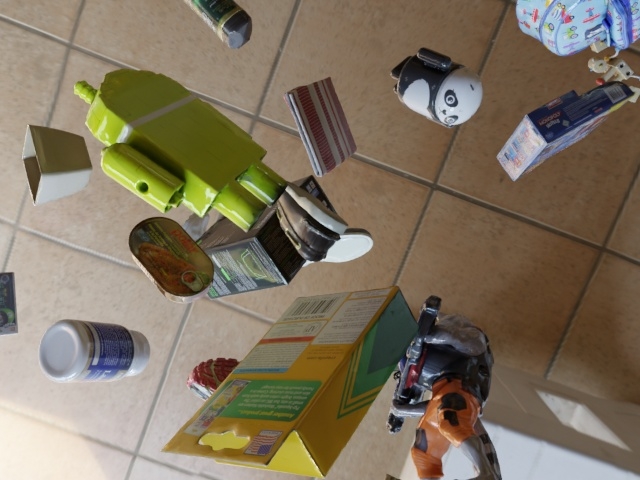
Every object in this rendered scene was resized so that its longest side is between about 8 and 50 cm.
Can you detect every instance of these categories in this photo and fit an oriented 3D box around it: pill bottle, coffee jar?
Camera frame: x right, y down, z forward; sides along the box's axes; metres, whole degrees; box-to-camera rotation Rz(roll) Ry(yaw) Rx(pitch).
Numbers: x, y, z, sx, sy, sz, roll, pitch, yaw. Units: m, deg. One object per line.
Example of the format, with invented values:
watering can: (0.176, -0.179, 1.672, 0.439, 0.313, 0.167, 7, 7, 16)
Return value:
pill bottle: (-0.571, 0.286, 1.636, 0.153, 0.264, 0.153, -5, 78, 24)
coffee jar: (-0.237, -0.532, 1.469, 0.079, 0.096, 0.184, -43, 83, -12)

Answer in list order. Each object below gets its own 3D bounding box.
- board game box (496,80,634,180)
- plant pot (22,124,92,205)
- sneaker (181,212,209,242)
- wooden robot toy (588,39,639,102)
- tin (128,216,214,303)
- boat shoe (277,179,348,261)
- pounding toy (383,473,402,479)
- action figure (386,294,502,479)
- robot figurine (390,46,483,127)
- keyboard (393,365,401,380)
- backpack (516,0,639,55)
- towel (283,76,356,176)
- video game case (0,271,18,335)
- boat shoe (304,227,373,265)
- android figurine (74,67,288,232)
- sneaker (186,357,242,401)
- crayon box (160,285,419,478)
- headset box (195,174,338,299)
board game box: (0.391, -0.182, 1.078, 0.194, 0.194, 0.060, -28, 79, -18)
plant pot: (-0.480, -0.139, 1.167, 0.096, 0.109, 0.109, -9, 67, -35)
sneaker: (-0.336, 0.030, 1.649, 0.094, 0.090, 0.235, 22, 74, 10)
wooden robot toy: (0.604, -0.362, 1.339, 0.173, 0.079, 0.076, 39, 109, -22)
tin: (-0.274, 0.035, 1.173, 0.106, 0.040, 0.190, -36, 68, -23)
boat shoe: (-0.029, -0.033, 0.920, 0.081, 0.228, 0.069, 29, 97, -20)
pounding toy: (0.218, 0.610, 1.385, 0.205, 0.181, 0.094, 23, 89, 11)
action figure: (0.197, 0.265, 0.993, 0.178, 0.330, 0.341, 10, 141, 4)
robot figurine: (0.333, -0.441, 1.844, 0.278, 0.209, 0.174, 34, 106, 36)
keyboard: (0.189, 0.238, 1.283, 0.180, 0.108, 0.023, -15, 122, 45)
backpack: (0.323, -0.285, 0.738, 0.173, 0.158, 0.117, -32, 70, 14)
towel: (0.006, -0.318, 1.755, 0.037, 0.329, 0.237, -17, 103, 24)
video game case: (-1.000, 0.193, 1.894, 0.173, 0.022, 0.191, -3, 85, -38)
boat shoe: (0.000, 0.000, 1.777, 0.319, 0.099, 0.116, -13, 137, 28)
android figurine: (-0.172, -0.120, 0.786, 0.272, 0.248, 0.056, 35, 119, -3)
sneaker: (-0.107, 0.314, 1.135, 0.299, 0.121, 0.112, 32, 108, -17)
crayon box: (-0.029, 0.194, 0.844, 0.203, 0.323, 0.083, -11, 115, 42)
headset box: (-0.142, -0.003, 1.443, 0.283, 0.246, 0.131, -14, 117, 43)
